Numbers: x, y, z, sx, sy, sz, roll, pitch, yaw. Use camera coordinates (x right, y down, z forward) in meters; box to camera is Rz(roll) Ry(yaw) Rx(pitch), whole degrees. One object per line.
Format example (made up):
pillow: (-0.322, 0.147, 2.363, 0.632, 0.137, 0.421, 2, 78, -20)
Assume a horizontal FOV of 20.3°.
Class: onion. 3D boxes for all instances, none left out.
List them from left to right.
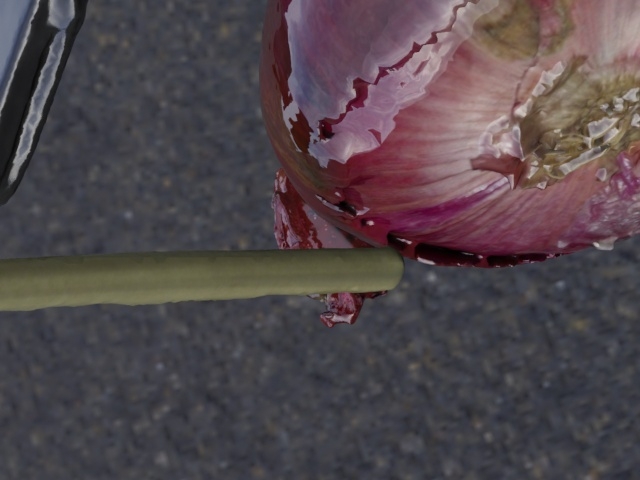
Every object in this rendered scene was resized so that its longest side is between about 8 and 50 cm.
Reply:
onion: (0.090, -0.091, 0.683, 0.248, 0.248, 0.161, 124, 154, -44)

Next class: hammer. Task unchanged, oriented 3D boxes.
hammer: (-0.049, 0.001, 0.385, 0.028, 0.195, 0.060, -45, 64, 30)

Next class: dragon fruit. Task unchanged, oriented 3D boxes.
dragon fruit: (-0.001, -0.003, 1.219, 0.097, 0.131, 0.063, -8, 135, 21)

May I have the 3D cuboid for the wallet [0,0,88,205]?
wallet: (-0.119, -0.198, 0.770, 0.197, 0.051, 0.377, 55, 129, 50)
